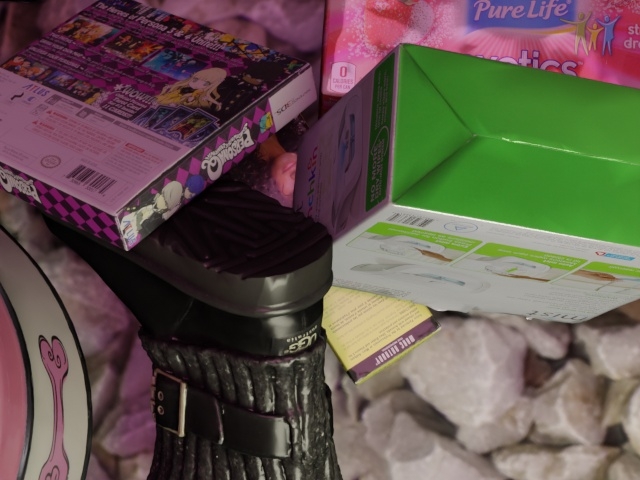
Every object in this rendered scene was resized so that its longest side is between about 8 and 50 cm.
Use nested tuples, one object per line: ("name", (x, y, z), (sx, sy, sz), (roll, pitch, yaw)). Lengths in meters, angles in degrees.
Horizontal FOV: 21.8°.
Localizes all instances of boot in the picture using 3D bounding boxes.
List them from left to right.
("boot", (-0.113, 0.072, 1.310), (0.131, 0.348, 0.260), (-23, 127, -30))

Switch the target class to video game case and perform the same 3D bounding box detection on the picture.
("video game case", (-0.156, -0.100, 1.280), (0.232, 0.042, 0.210), (23, 51, 36))

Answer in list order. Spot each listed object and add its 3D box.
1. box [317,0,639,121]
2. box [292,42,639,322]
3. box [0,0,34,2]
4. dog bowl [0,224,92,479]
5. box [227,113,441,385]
("box", (0.151, -0.163, 1.340), (0.299, 0.142, 0.154), (5, 81, 0))
("box", (0.134, -0.030, 1.244), (0.261, 0.231, 0.127), (9, 74, -16))
("box", (-0.334, -0.368, 1.232), (0.211, 0.395, 0.294), (0, 83, 0))
("dog bowl", (-0.379, 0.130, 1.197), (0.407, 0.150, 0.408), (-1, 78, 2))
("box", (0.000, 0.000, 1.361), (0.087, 0.058, 0.232), (-34, 85, -5))
